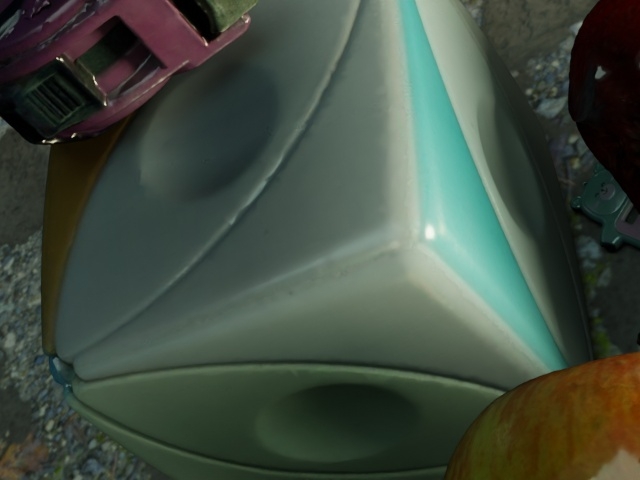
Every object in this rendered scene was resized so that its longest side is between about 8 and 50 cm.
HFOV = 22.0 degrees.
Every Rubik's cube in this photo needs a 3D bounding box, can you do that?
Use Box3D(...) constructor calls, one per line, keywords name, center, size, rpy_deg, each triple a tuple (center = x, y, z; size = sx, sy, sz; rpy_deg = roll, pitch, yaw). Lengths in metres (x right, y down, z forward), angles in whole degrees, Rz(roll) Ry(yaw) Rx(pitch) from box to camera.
Box3D(name="Rubik's cube", center=(0.000, 0.000, 1.366), size=(0.347, 0.351, 0.352), rpy_deg=(-20, 49, 22))

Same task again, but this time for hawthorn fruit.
Box3D(name="hawthorn fruit", center=(0.327, -0.120, 1.340), size=(0.230, 0.266, 0.210), rpy_deg=(41, 127, 17))

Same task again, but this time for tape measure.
Box3D(name="tape measure", center=(-0.185, -0.201, 1.286), size=(0.245, 0.149, 0.231), rpy_deg=(-37, 44, 8))

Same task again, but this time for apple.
Box3D(name="apple", center=(0.225, 0.206, 1.072), size=(0.302, 0.301, 0.301), rpy_deg=(-15, 56, 24))

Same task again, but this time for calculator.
Box3D(name="calculator", center=(0.283, -0.027, 1.425), size=(0.141, 0.019, 0.094), rpy_deg=(25, 81, 39))

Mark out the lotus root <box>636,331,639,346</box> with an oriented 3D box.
Box3D(name="lotus root", center=(0.350, 0.104, 1.234), size=(0.260, 0.128, 0.145), rpy_deg=(22, 85, 40))
